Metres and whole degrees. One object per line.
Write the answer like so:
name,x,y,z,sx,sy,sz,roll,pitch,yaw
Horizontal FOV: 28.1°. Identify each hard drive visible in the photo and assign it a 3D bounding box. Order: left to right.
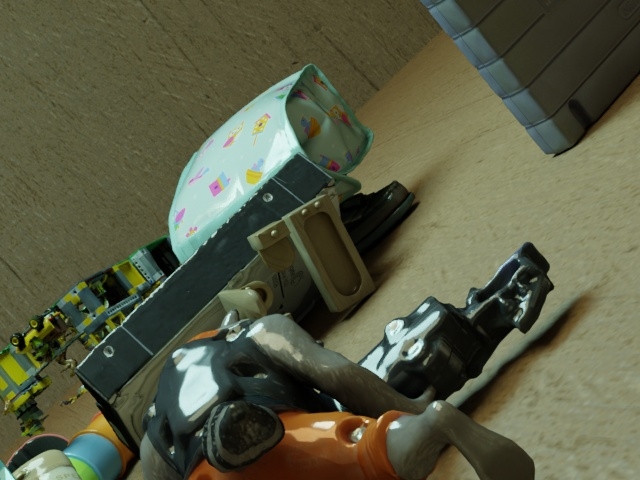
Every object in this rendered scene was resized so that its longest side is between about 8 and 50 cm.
hard drive,-0.107,0.084,1.420,0.339,0.064,0.237,-46,-21,-18

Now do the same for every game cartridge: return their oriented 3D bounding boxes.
game cartridge,0.262,-0.281,1.257,0.355,0.230,0.068,-45,7,-24

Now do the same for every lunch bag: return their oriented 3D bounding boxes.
lunch bag,-0.066,-0.076,1.576,0.223,0.160,0.262,-37,14,21

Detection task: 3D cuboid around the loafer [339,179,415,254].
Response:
loafer,0.000,0.000,1.624,0.267,0.084,0.096,-39,6,28

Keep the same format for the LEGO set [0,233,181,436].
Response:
LEGO set,-0.243,0.148,1.606,0.255,0.192,0.331,-40,-2,15

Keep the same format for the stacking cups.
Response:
stacking cups,-0.283,0.287,1.550,0.096,0.096,0.316,-40,3,25

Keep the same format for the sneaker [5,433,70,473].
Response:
sneaker,-0.473,0.409,1.832,0.314,0.116,0.136,-38,-5,-20

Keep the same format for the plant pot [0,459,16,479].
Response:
plant pot,-0.455,0.263,1.190,0.235,0.293,0.293,-47,7,-3

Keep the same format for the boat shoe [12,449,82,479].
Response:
boat shoe,-0.383,0.357,1.346,0.341,0.110,0.122,-36,-33,-3

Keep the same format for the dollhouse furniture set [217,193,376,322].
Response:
dollhouse furniture set,-0.008,0.046,1.273,0.151,0.144,0.123,-30,7,-21

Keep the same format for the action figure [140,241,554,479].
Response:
action figure,-0.003,0.093,0.761,0.341,0.178,0.330,-46,17,-6
